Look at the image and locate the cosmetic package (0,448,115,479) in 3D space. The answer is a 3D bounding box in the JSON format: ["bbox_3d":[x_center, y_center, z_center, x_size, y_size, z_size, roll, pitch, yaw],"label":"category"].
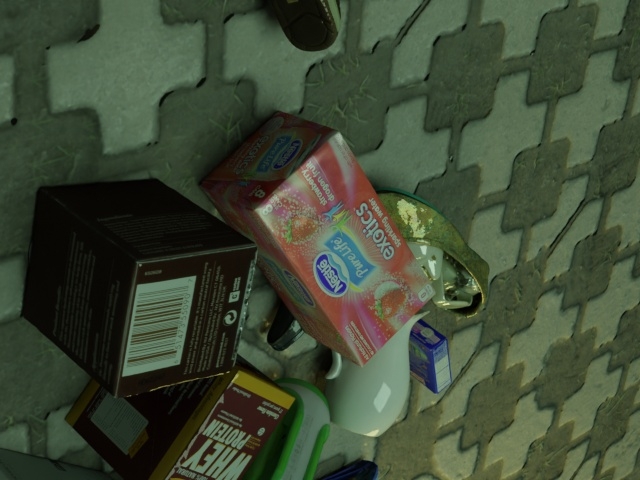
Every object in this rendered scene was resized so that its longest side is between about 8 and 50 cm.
[{"bbox_3d":[-0.334,0.332,1.414,0.085,0.117,0.231,-58,142,0],"label":"cosmetic package"}]

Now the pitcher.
[{"bbox_3d":[0.061,0.183,1.736,0.177,0.125,0.207,16,92,-29],"label":"pitcher"}]

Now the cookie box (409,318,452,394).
[{"bbox_3d":[0.167,0.183,1.851,0.040,0.092,0.107,-32,135,-23],"label":"cookie box"}]

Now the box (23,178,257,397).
[{"bbox_3d":[-0.207,0.046,1.290,0.167,0.203,0.168,-9,121,-43],"label":"box"}]

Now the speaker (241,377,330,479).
[{"bbox_3d":[-0.069,0.317,1.561,0.296,0.131,0.131,-67,163,-58],"label":"speaker"}]

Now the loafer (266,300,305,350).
[{"bbox_3d":[-0.034,0.074,1.608,0.061,0.062,0.170,33,83,-36],"label":"loafer"}]

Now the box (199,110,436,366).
[{"bbox_3d":[0.000,0.000,1.476,0.154,0.142,0.300,-43,125,-15],"label":"box"}]

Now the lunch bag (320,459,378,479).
[{"bbox_3d":[0.011,0.510,1.891,0.293,0.138,0.221,-25,128,-46],"label":"lunch bag"}]

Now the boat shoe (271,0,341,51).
[{"bbox_3d":[-0.035,-0.350,1.320,0.095,0.095,0.257,-69,153,-45],"label":"boat shoe"}]

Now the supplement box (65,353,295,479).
[{"bbox_3d":[-0.177,0.212,1.434,0.191,0.194,0.129,-56,141,-2],"label":"supplement box"}]

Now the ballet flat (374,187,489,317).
[{"bbox_3d":[0.165,0.032,1.718,0.123,0.123,0.348,-56,143,-2],"label":"ballet flat"}]
